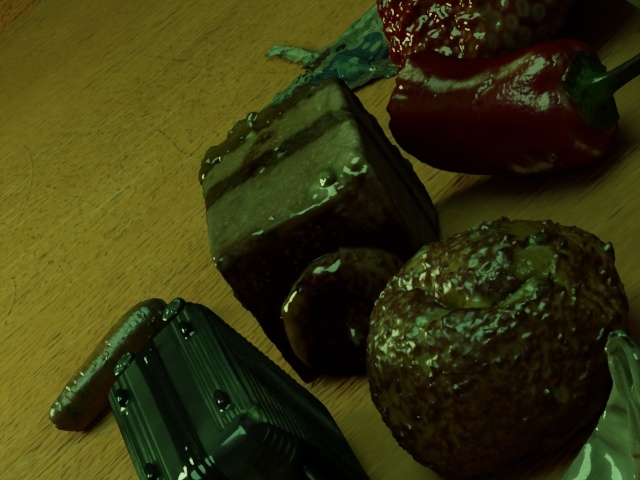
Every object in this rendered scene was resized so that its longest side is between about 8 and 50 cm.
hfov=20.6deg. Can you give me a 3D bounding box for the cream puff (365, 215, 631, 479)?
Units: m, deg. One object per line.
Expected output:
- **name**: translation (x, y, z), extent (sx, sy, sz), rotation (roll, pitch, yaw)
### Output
- **cream puff**: translation (0.142, 0.076, 1.450), extent (0.240, 0.164, 0.240), rotation (-25, 25, 13)

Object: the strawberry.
- **strawberry**: translation (0.177, -0.307, 1.957), extent (0.312, 0.267, 0.351), rotation (-20, 49, 55)

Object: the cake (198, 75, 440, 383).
- **cake**: translation (0.000, 0.000, 1.724), extent (0.196, 0.199, 0.293), rotation (-29, 27, 12)

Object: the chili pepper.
- **chili pepper**: translation (0.220, -0.127, 1.719), extent (0.338, 0.134, 0.131), rotation (0, 44, 46)

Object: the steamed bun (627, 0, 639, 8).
- **steamed bun**: translation (0.417, -0.347, 1.683), extent (0.342, 0.255, 0.368), rotation (-59, 14, 25)

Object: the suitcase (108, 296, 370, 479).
- **suitcase**: translation (-0.062, 0.183, 1.484), extent (0.128, 0.202, 0.312), rotation (-47, 25, 3)

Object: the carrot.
- **carrot**: translation (-0.231, 0.138, 1.949), extent (0.186, 0.060, 0.060), rotation (-46, 26, -14)

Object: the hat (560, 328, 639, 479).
- **hat**: translation (0.233, 0.194, 1.180), extent (0.226, 0.164, 0.219), rotation (40, 120, 31)

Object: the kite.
- **kite**: translation (0.009, -0.238, 2.329), extent (0.406, 0.014, 0.368), rotation (-44, 26, -14)
